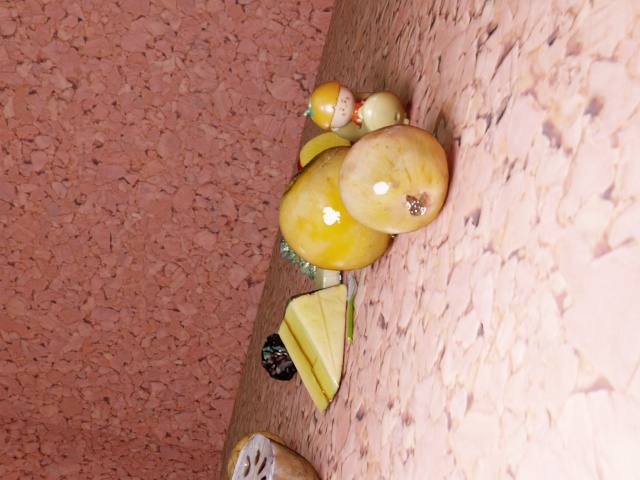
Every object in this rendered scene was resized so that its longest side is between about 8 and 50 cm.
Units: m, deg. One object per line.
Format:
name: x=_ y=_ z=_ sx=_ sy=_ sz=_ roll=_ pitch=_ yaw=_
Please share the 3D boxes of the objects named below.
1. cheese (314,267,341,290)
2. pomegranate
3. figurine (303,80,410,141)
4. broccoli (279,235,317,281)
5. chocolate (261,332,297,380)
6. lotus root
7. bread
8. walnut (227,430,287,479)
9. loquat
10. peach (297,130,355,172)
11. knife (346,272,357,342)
cheese: x=0.010 y=0.149 z=1.934 sx=0.255 sy=0.050 sz=0.127 roll=103 pitch=159 yaw=-49
pomegranate: x=0.124 y=-0.103 z=1.186 sx=0.191 sy=0.191 sz=0.191 roll=-168 pitch=90 yaw=-81
figurine: x=0.077 y=-0.288 z=1.580 sx=0.324 sy=0.222 sz=0.124 roll=-134 pitch=59 yaw=-80
broccoli: x=-0.005 y=0.019 z=1.969 sx=0.275 sy=0.177 sz=0.198 roll=10 pitch=89 yaw=64
chocolate: x=-0.088 y=0.344 z=2.143 sx=0.133 sy=0.156 sz=0.156 roll=-22 pitch=51 yaw=45
lotus root: x=-0.091 y=0.581 z=1.579 sx=0.272 sy=0.192 sz=0.272 roll=-159 pitch=90 yaw=-75
bread: x=0.026 y=0.262 z=1.740 sx=0.264 sy=0.163 sz=0.167 roll=60 pitch=148 yaw=27
walnut: x=-0.171 y=0.640 z=1.989 sx=0.225 sy=0.193 sz=0.193 roll=-105 pitch=29 yaw=-71
loquat: x=0.039 y=-0.065 z=1.434 sx=0.263 sy=0.263 sz=0.263 roll=-168 pitch=90 yaw=-81
peach: x=0.027 y=-0.199 z=1.881 sx=0.192 sy=0.190 sz=0.190 roll=24 pitch=-102 yaw=-79
knife: x=0.072 y=0.154 z=1.654 sx=0.022 sy=0.026 sz=0.184 roll=50 pitch=-144 yaw=-49
